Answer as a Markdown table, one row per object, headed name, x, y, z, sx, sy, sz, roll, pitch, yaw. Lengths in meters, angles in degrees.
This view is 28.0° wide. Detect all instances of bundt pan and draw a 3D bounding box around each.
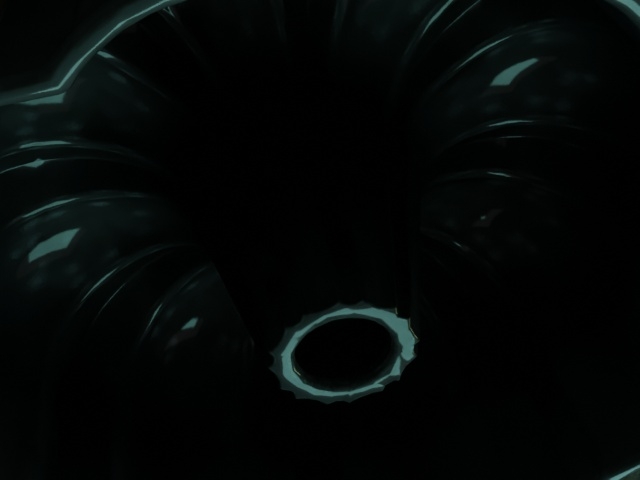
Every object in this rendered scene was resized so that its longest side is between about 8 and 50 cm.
| name | x | y | z | sx | sy | sz | roll | pitch | yaw |
| --- | --- | --- | --- | --- | --- | --- | --- | --- | --- |
| bundt pan | 0.000 | 0.000 | 0.496 | 0.331 | 0.331 | 0.124 | -27 | -138 | 13 |

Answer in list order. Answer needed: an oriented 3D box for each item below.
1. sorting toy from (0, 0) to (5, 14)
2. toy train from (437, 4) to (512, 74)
| name | x | y | z | sx | sy | sz | roll | pitch | yaw |
| --- | --- | --- | --- | --- | --- | --- | --- | --- | --- |
| sorting toy | -0.128 | -0.097 | 0.425 | 0.307 | 0.041 | 0.229 | -25 | 178 | -37 |
| toy train | -0.032 | -0.047 | 0.636 | 0.334 | 0.142 | 0.190 | -16 | 142 | 14 |
